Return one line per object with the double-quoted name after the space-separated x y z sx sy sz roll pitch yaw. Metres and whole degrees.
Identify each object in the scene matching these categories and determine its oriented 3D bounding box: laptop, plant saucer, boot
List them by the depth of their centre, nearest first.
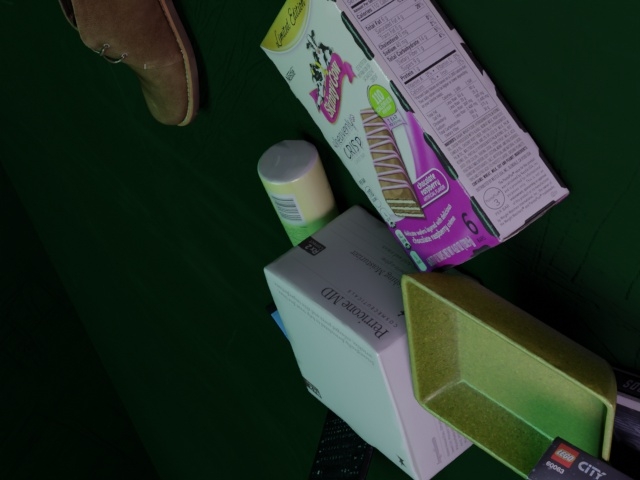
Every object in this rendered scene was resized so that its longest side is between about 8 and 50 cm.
0.153 0.112 0.919 0.188 0.045 0.188 32 152 30 "plant saucer"
-0.206 -0.223 1.245 0.112 0.115 0.305 40 156 33 "boot"
-0.019 0.208 1.457 0.136 0.264 0.234 20 164 -10 "laptop"

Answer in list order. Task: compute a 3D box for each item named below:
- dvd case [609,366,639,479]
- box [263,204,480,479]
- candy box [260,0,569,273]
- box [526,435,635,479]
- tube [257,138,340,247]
0.283 0.184 0.875 0.238 0.029 0.179 17 138 62 "dvd case"
0.062 0.095 1.114 0.181 0.119 0.182 34 152 45 "box"
0.061 -0.094 0.884 0.233 0.071 0.159 56 161 2 "candy box"
0.257 0.252 0.864 0.233 0.044 0.159 28 151 27 "box"
0.000 0.000 1.214 0.240 0.062 0.070 68 -159 -44 "tube"
